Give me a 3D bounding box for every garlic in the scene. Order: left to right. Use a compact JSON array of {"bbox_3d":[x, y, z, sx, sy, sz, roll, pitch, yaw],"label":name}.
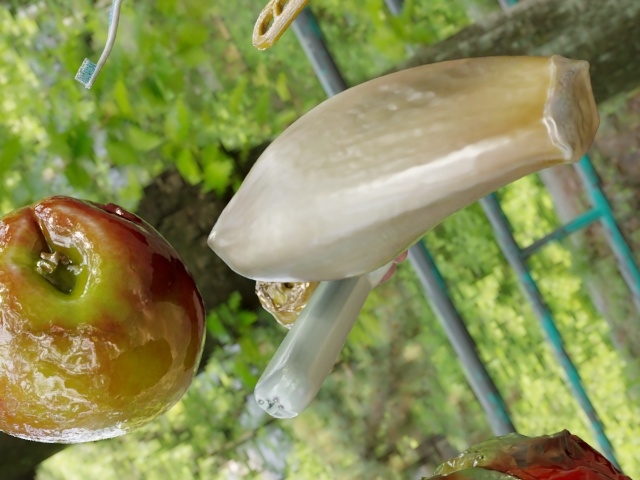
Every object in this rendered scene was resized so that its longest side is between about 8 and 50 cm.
[{"bbox_3d":[0.062,-0.055,1.022,0.112,0.318,0.143,42,-140,-31],"label":"garlic"}]

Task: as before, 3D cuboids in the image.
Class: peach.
[{"bbox_3d":[-0.175,0.064,1.014,0.197,0.197,0.197,60,174,10],"label":"peach"}]

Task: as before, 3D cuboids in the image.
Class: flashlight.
[{"bbox_3d":[0.012,0.057,1.097,0.047,0.200,0.093,36,151,-7],"label":"flashlight"}]

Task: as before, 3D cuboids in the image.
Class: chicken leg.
[{"bbox_3d":[0.001,0.003,1.357,0.101,0.085,0.207,57,-140,-22],"label":"chicken leg"}]

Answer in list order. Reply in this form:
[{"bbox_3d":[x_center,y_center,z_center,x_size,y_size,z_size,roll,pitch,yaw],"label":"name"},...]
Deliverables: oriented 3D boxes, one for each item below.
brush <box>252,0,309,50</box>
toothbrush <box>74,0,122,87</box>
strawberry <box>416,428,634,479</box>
[{"bbox_3d":[0.036,-0.226,0.919,0.013,0.272,0.103,27,-147,-28],"label":"brush"},{"bbox_3d":[-0.153,-0.190,1.086,0.017,0.162,0.014,29,161,-21],"label":"toothbrush"},{"bbox_3d":[0.132,0.313,0.887,0.345,0.295,0.317,58,-157,16],"label":"strawberry"}]
